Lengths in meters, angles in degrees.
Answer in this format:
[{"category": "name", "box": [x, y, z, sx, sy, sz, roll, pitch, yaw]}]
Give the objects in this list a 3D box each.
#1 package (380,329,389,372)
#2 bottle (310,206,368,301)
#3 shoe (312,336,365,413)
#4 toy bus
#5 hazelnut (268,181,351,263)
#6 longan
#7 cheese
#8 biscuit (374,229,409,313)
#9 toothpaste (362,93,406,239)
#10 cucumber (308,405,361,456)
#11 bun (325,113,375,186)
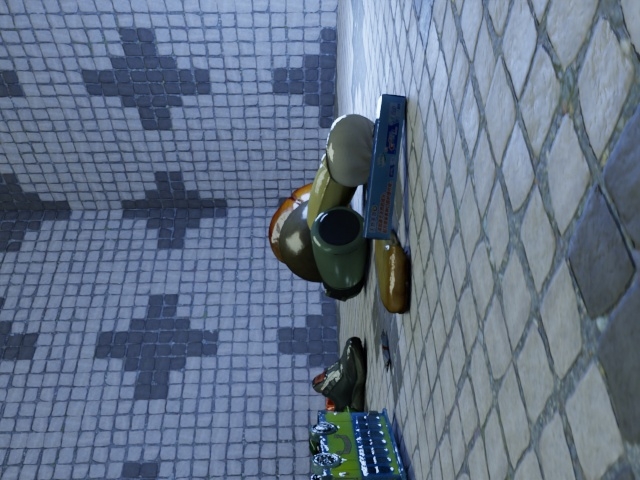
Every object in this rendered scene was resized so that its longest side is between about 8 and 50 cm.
[{"category": "package", "box": [0.151, 0.256, 1.613, 0.110, 0.015, 0.037, -95, 5, -49]}, {"category": "bottle", "box": [0.064, 0.056, 2.088, 0.347, 0.168, 0.169, 83, -176, -57]}, {"category": "shoe", "box": [0.057, 0.443, 2.251, 0.132, 0.170, 0.337, -92, 2, -53]}, {"category": "toy bus", "box": [0.073, 0.472, 1.418, 0.312, 0.190, 0.152, -101, 10, -80]}, {"category": "hazelnut", "box": [-0.032, -0.057, 2.660, 0.315, 0.372, 0.372, 46, -160, -25]}, {"category": "longan", "box": [-0.003, -0.003, 2.334, 0.297, 0.297, 0.298, 179, 90, -88]}, {"category": "cheese", "box": [0.050, -0.178, 2.094, 0.316, 0.128, 0.260, 96, -166, -50]}, {"category": "biscuit", "box": [0.141, 0.059, 1.406, 0.299, 0.045, 0.154, -95, 4, -78]}, {"category": "toothpaste", "box": [0.122, -0.136, 1.312, 0.066, 0.053, 0.273, 172, 105, -86]}, {"category": "cucumber", "box": [0.064, 0.620, 2.121, 0.130, 0.191, 0.191, 91, 178, -59]}, {"category": "bun", "box": [0.091, -0.211, 1.632, 0.172, 0.119, 0.173, 8, -90, -66]}]
